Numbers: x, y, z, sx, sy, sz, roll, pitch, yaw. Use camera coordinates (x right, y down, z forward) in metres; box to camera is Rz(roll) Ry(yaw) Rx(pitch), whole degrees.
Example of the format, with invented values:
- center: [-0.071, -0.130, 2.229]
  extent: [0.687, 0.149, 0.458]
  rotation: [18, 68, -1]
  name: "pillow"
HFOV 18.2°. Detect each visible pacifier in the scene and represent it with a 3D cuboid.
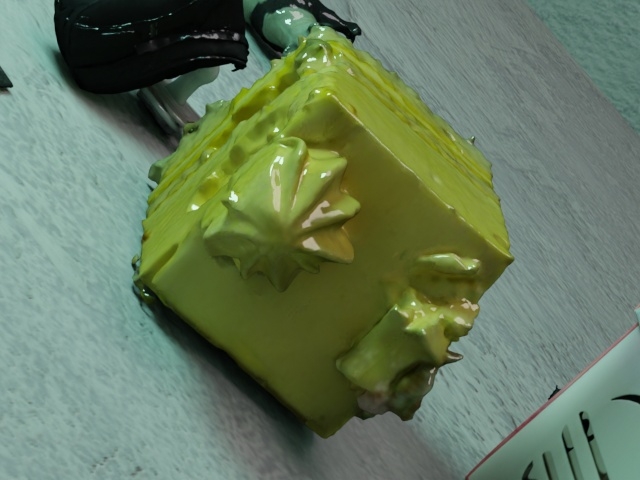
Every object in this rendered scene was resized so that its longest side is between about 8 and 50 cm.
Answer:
- center: [-0.123, -0.137, 1.775]
  extent: [0.099, 0.078, 0.081]
  rotation: [54, 12, 15]
  name: "pacifier"

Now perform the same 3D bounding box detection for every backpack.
- center: [-0.147, -0.195, 1.714]
  extent: [0.106, 0.165, 0.120]
  rotation: [-122, -155, -49]
  name: "backpack"

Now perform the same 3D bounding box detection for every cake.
- center: [0.000, 0.000, 1.543]
  extent: [0.227, 0.222, 0.286]
  rotation: [39, 19, -18]
  name: "cake"

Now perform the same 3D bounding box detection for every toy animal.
- center: [-0.037, -0.258, 2.217]
  extent: [0.121, 0.094, 0.225]
  rotation: [23, 31, -51]
  name: "toy animal"

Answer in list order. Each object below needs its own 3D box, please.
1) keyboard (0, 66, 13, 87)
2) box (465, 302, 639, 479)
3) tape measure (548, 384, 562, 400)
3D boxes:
- center: [-0.297, -0.141, 1.488]
  extent: [0.067, 0.011, 0.202]
  rotation: [53, 18, 11]
  name: "keyboard"
- center: [0.338, 0.260, 1.636]
  extent: [0.312, 0.300, 0.314]
  rotation: [39, 19, -22]
  name: "box"
- center: [0.323, 0.243, 1.976]
  extent: [0.200, 0.106, 0.175]
  rotation: [34, 8, -41]
  name: "tape measure"
